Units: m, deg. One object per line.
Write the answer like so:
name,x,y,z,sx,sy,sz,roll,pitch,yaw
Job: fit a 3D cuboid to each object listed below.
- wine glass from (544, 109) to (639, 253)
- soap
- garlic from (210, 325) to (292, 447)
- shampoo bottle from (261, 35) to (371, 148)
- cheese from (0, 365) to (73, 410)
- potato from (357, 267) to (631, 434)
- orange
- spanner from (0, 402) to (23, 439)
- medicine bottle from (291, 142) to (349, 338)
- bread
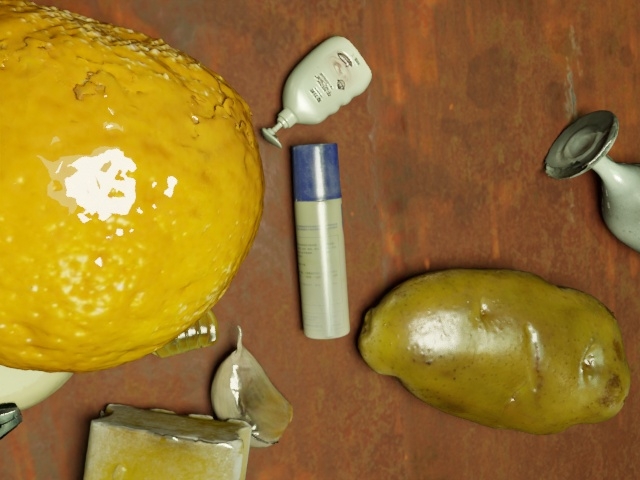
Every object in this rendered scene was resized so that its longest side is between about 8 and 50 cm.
wine glass,0.437,-0.068,1.016,0.241,0.126,0.126,37,81,-21
soap,-0.179,0.330,0.790,0.173,0.089,0.274,7,94,1
garlic,-0.092,0.185,0.856,0.152,0.066,0.084,56,47,-22
shampoo bottle,-0.013,-0.171,0.855,0.152,0.045,0.077,-42,110,-13
cheese,-0.359,0.138,0.727,0.163,0.070,0.249,44,79,-21
potato,0.228,0.139,0.943,0.368,0.177,0.196,14,130,-16
orange,-0.219,-0.043,0.630,0.340,0.340,0.293,14,106,-24
spanner,-0.433,0.228,0.650,0.324,0.040,0.096,-24,116,-23
medicine bottle,0.000,0.000,0.871,0.059,0.059,0.231,-7,99,-22
bread,-0.159,0.105,0.830,0.087,0.033,0.049,-10,93,-21
